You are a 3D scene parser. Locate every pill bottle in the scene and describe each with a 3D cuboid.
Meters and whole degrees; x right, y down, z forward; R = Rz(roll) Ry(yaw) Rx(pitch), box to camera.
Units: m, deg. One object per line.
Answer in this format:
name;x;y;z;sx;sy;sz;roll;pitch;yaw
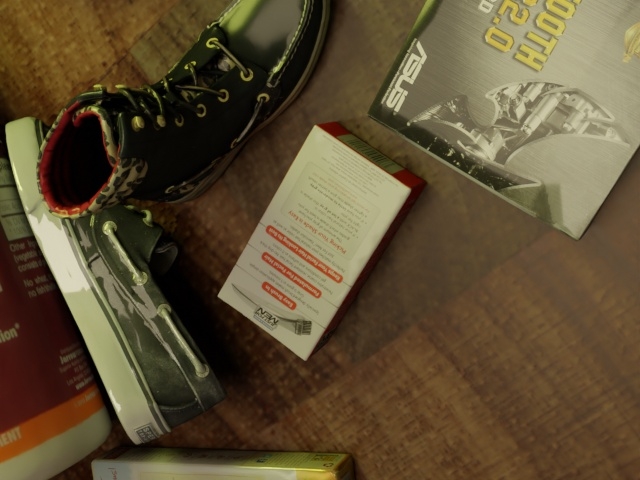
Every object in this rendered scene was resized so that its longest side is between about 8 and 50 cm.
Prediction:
pill bottle;-0.349;0.029;0.846;0.224;0.224;0.392;-21;92;24

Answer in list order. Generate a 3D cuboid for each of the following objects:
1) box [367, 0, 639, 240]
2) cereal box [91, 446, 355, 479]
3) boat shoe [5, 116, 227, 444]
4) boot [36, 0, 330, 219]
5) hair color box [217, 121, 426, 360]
box;0.166;-0.144;0.702;0.183;0.056;0.231;34;110;14
cereal box;-0.081;0.272;0.879;0.240;0.047;0.172;-2;98;23
boat shoe;-0.172;0.017;0.848;0.102;0.108;0.301;-26;75;-8
boot;-0.098;-0.110;0.746;0.085;0.179;0.236;44;113;10
hair color box;0.000;0.000;0.796;0.093;0.053;0.167;35;109;11
